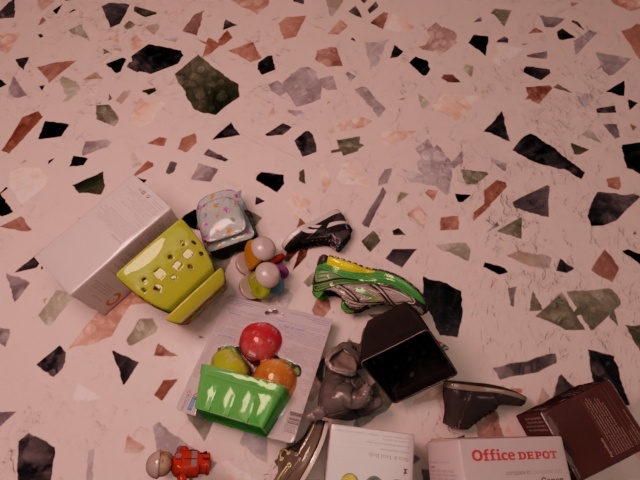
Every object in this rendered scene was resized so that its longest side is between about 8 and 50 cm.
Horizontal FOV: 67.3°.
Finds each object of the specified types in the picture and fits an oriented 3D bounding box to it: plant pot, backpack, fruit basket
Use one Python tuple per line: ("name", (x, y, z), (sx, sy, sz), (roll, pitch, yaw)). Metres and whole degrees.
("plant pot", (0.217, 0.276, 1.263), (0.188, 0.187, 0.167), (-29, 29, 13))
("backpack", (-0.293, -0.061, 1.462), (0.166, 0.144, 0.188), (-21, 65, -1))
("fruit basket", (-0.168, 0.334, 1.302), (0.327, 0.165, 0.352), (10, 49, 13))
("plant pot", (-0.393, 0.108, 1.344), (0.228, 0.227, 0.207), (-44, 89, -16))

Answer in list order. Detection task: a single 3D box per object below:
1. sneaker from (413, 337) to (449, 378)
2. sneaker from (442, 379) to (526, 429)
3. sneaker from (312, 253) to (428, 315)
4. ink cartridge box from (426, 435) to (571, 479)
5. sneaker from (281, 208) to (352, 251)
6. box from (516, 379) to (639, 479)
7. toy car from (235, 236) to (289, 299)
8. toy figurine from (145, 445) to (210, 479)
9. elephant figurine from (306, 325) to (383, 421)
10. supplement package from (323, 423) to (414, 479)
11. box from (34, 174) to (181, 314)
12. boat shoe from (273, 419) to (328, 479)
("sneaker", (0.305, 0.349, 1.323), (0.076, 0.057, 0.161), (19, 66, 15))
("sneaker", (0.431, 0.445, 1.281), (0.222, 0.083, 0.118), (7, 83, 1))
("sneaker", (0.139, 0.157, 1.382), (0.344, 0.134, 0.146), (15, 75, 16))
("ink cartridge box", (0.407, 0.633, 1.050), (0.280, 0.160, 0.384), (5, 65, -15))
("sneaker", (0.000, 0.000, 1.461), (0.217, 0.079, 0.121), (-31, 69, -13))
("box", (0.648, 0.473, 1.205), (0.203, 0.168, 0.166), (-21, 70, -8))
("toy car", (-0.159, 0.084, 1.412), (0.136, 0.159, 0.181), (5, 61, -37))
("toy figurine", (-0.349, 0.602, 1.147), (0.148, 0.209, 0.212), (5, 70, -15))
("elephant figurine", (0.062, 0.348, 1.294), (0.169, 0.186, 0.239), (-30, 54, 25))
("supplement package", (0.107, 0.591, 1.150), (0.200, 0.198, 0.262), (6, 68, 3))
("box", (-0.584, 0.017, 1.394), (0.168, 0.215, 0.345), (40, 73, 16))
("boat shoe", (-0.079, 0.580, 1.207), (0.091, 0.109, 0.304), (28, 74, 7))
